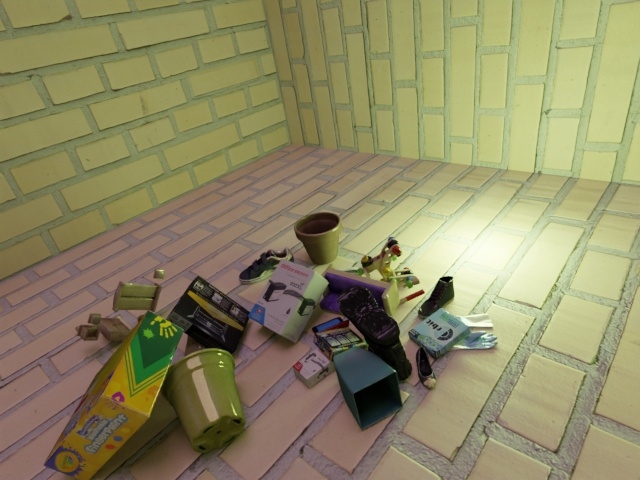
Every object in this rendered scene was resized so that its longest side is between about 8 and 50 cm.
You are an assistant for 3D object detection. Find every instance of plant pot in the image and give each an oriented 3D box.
[{"bbox_3d":[0.000,0.000,2.221,0.263,0.229,0.263,-8,31,5],"label":"plant pot"},{"bbox_3d":[0.147,0.492,1.424,0.165,0.166,0.234,-21,24,-17],"label":"plant pot"},{"bbox_3d":[-0.385,0.564,1.397,0.276,0.276,0.254,-23,44,-20],"label":"plant pot"}]

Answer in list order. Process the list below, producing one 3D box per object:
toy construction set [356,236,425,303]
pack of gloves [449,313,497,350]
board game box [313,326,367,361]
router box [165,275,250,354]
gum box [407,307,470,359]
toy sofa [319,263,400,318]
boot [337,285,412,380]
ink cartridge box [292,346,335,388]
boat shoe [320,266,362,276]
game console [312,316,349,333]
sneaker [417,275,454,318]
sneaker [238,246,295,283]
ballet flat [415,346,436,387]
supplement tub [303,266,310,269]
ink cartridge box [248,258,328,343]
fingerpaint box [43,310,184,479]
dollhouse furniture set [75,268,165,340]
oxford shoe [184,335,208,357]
[{"bbox_3d":[0.317,0.167,1.912,0.237,0.257,0.309,-27,53,6],"label":"toy construction set"},{"bbox_3d":[0.580,0.354,1.624,0.232,0.046,0.195,-5,32,9],"label":"pack of gloves"},{"bbox_3d":[0.079,0.413,1.623,0.170,0.048,0.141,-3,20,-32],"label":"board game box"},{"bbox_3d":[-0.477,0.331,1.764,0.081,0.309,0.243,-43,15,30],"label":"router box"},{"bbox_3d":[0.470,0.366,1.608,0.184,0.041,0.157,-31,32,-15],"label":"gum box"},{"bbox_3d":[0.157,0.244,1.815,0.362,0.150,0.177,13,46,34],"label":"toy sofa"},{"bbox_3d":[0.199,0.352,1.537,0.131,0.260,0.348,-30,36,-10],"label":"boot"},{"bbox_3d":[-0.024,0.492,1.570,0.135,0.056,0.099,-29,35,-29],"label":"ink cartridge box"},{"bbox_3d":[0.101,0.186,2.026,0.219,0.078,0.070,-13,29,-7],"label":"boat shoe"},{"bbox_3d":[0.042,0.364,1.744,0.144,0.124,0.085,-20,58,-15],"label":"game console"},{"bbox_3d":[0.501,0.242,1.764,0.222,0.118,0.083,-31,36,-31],"label":"sneaker"},{"bbox_3d":[-0.303,0.127,2.211,0.321,0.127,0.126,-20,33,-13],"label":"sneaker"},{"bbox_3d":[0.383,0.467,1.489,0.057,0.049,0.173,-10,30,3],"label":"ballet flat"},{"bbox_3d":[-0.085,0.215,2.010,0.106,0.106,0.198,-6,30,8],"label":"supplement tub"},{"bbox_3d":[-0.142,0.261,1.793,0.223,0.129,0.307,17,71,40],"label":"ink cartridge box"},{"bbox_3d":[-0.692,0.527,1.390,0.445,0.163,0.371,-46,21,22],"label":"fingerpaint box"},{"bbox_3d":[-0.960,0.276,1.926,0.173,0.356,0.303,19,3,39],"label":"dollhouse furniture set"},{"bbox_3d":[-0.542,0.432,1.762,0.123,0.130,0.348,-13,30,-4],"label":"oxford shoe"}]
